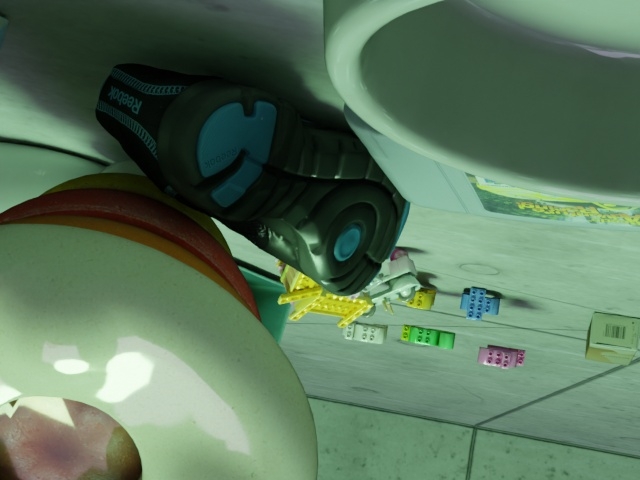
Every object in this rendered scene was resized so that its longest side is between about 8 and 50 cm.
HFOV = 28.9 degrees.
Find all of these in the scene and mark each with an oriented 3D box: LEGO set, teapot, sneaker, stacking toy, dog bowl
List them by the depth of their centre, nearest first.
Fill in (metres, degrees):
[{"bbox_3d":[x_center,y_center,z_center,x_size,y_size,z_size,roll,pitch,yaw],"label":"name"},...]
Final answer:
[{"bbox_3d":[0.160,-0.106,0.610,0.349,0.102,0.349,9,167,2],"label":"dog bowl"},{"bbox_3d":[-0.039,-0.057,1.004,0.139,0.125,0.341,27,175,34],"label":"sneaker"},{"bbox_3d":[-0.166,0.054,1.020,0.350,0.350,0.480,11,-152,-2],"label":"stacking toy"},{"bbox_3d":[0.000,0.000,1.266,0.132,0.107,0.287,-28,153,7],"label":"LEGO set"},{"bbox_3d":[-0.296,0.019,1.300,0.256,0.187,0.252,5,166,20],"label":"teapot"},{"bbox_3d":[0.137,0.094,1.490,0.227,0.087,0.093,9,-178,8],"label":"LEGO set"}]

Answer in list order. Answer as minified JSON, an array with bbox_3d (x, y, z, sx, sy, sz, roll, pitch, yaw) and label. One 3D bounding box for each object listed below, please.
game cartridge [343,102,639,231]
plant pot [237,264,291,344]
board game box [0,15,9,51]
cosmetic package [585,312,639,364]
[{"bbox_3d":[0.181,-0.058,0.906,0.294,0.060,0.196,6,170,19],"label":"game cartridge"},{"bbox_3d":[-0.192,0.105,1.665,0.234,0.166,0.165,10,170,40],"label":"plant pot"},{"bbox_3d":[-0.316,-0.114,0.811,0.039,0.160,0.211,1,164,40],"label":"board game box"},{"bbox_3d":[0.363,0.124,1.549,0.060,0.041,0.115,7,166,12],"label":"cosmetic package"}]
